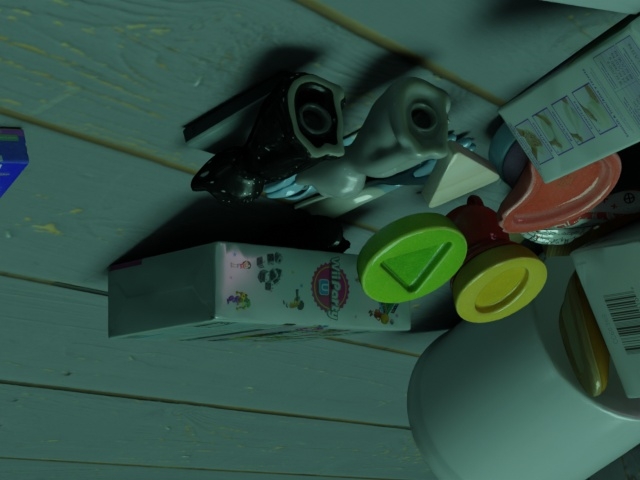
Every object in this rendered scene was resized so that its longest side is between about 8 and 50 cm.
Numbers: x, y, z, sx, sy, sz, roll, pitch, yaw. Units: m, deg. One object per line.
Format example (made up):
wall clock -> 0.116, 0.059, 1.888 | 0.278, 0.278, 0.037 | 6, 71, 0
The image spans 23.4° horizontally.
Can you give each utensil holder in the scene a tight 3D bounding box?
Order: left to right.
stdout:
utensil holder -> 0.360, 0.206, 2.351 | 0.328, 0.327, 0.385 | -5, 156, -28

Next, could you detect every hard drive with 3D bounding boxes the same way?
hard drive -> -0.060, -0.126, 1.580 | 0.135, 0.022, 0.094 | -28, 157, 28

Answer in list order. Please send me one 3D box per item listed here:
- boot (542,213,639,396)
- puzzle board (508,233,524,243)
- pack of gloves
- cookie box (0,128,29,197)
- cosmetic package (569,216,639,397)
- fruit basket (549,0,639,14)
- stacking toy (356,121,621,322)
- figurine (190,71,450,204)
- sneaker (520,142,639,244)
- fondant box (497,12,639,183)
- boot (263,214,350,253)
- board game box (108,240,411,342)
boot -> 0.425, 0.066, 2.076 | 0.211, 0.295, 0.104 | -4, 147, -6
puzzle board -> 0.232, -0.003, 2.150 | 0.128, 0.011, 0.096 | -9, 158, -21
pack of gloves -> 0.061, -0.072, 1.786 | 0.232, 0.046, 0.195 | -25, 159, 22
cookie box -> -0.344, -0.067, 1.489 | 0.092, 0.040, 0.107 | 0, 155, -37
cosmetic package -> 0.537, 0.033, 2.004 | 0.385, 0.217, 0.156 | -26, -175, -28
fruit basket -> 0.251, -0.316, 1.121 | 0.327, 0.165, 0.353 | 1, 150, -40
stacking toy -> 0.175, -0.053, 1.806 | 0.280, 0.130, 0.309 | 4, 135, -34
figurine -> 0.000, -0.091, 1.581 | 0.215, 0.092, 0.209 | -3, 164, -35
sneaker -> 0.378, -0.065, 1.996 | 0.270, 0.090, 0.145 | -13, 166, -14
fondant box -> 0.324, -0.178, 1.399 | 0.238, 0.096, 0.330 | -35, 180, -14
boot -> 0.000, 0.000, 1.899 | 0.121, 0.045, 0.099 | -8, 167, 36
board game box -> -0.074, 0.070, 1.889 | 0.303, 0.097, 0.224 | 6, 169, -41
